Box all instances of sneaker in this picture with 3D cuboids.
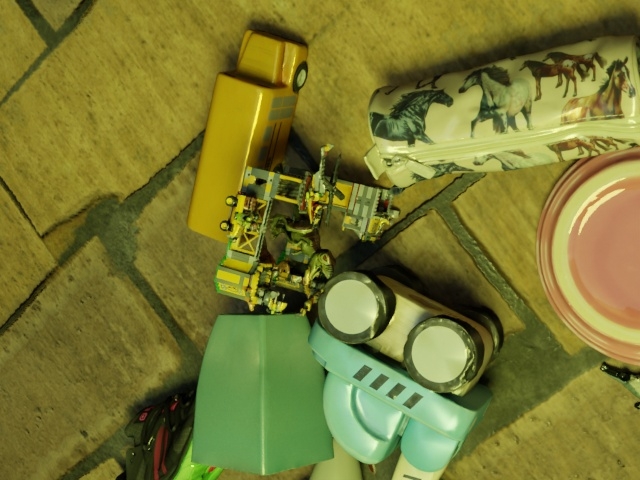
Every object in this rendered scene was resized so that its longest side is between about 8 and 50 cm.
[{"bbox_3d":[-0.260,0.359,1.542,0.202,0.185,0.483,43,118,18],"label":"sneaker"}]

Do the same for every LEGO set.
[{"bbox_3d":[0.000,0.000,1.294,0.192,0.331,0.255,15,88,19],"label":"LEGO set"}]

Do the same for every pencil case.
[{"bbox_3d":[0.268,-0.169,1.177,0.410,0.183,0.160,-7,134,29],"label":"pencil case"}]

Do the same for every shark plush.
[{"bbox_3d":[0.486,0.241,1.255,0.161,0.073,0.067,24,141,13],"label":"shark plush"}]

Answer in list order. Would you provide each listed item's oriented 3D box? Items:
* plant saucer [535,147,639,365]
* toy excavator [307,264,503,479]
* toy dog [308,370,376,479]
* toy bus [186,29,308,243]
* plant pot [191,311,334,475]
[{"bbox_3d":[0.454,0.015,1.166,0.332,0.084,0.332,2,94,31],"label":"plant saucer"},{"bbox_3d":[0.141,0.309,1.291,0.433,0.222,0.445,28,102,18],"label":"toy excavator"},{"bbox_3d":[0.010,0.395,1.447,0.220,0.161,0.334,-15,96,27],"label":"toy dog"},{"bbox_3d":[-0.122,-0.171,1.391,0.108,0.130,0.333,22,110,19],"label":"toy bus"},{"bbox_3d":[-0.093,0.232,1.345,0.165,0.165,0.234,-5,85,40],"label":"plant pot"}]
